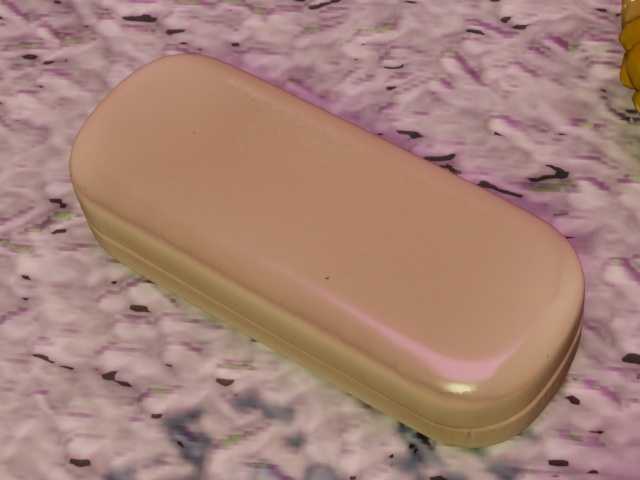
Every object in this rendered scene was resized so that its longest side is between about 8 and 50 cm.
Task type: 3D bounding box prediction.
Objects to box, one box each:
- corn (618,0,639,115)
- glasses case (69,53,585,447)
[{"bbox_3d":[0.257,-0.057,0.482,0.312,0.102,0.102,12,61,13],"label":"corn"},{"bbox_3d":[0.000,0.000,0.501,0.196,0.050,0.083,29,64,21],"label":"glasses case"}]
